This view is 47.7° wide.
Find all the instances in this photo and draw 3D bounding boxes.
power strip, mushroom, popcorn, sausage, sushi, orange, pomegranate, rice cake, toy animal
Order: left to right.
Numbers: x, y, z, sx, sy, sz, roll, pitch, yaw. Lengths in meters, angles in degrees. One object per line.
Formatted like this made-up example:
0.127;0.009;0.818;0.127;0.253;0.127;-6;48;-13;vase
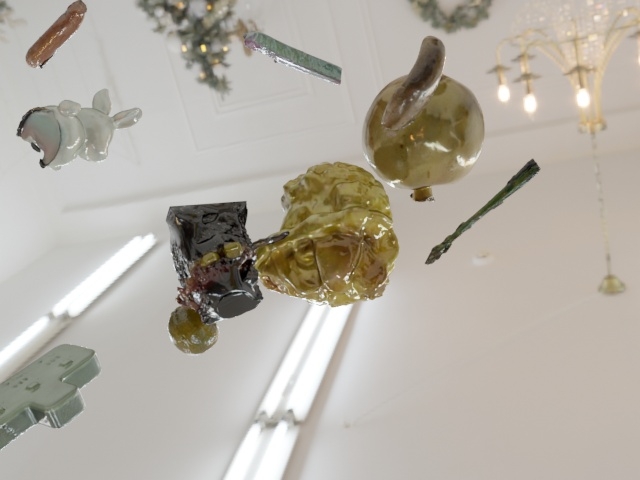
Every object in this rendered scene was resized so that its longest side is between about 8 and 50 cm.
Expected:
-0.505;0.282;1.299;0.194;0.059;0.265;3;-151;37;power strip
-0.480;-0.369;1.313;0.177;0.040;0.047;-30;-153;35;sausage
-0.279;-0.129;0.838;0.071;0.085;0.124;30;-161;20;toy animal
-0.227;0.157;1.282;0.085;0.095;0.085;-32;-152;19;orange
-0.170;0.052;1.196;0.153;0.172;0.150;-7;-134;-37;sushi
-0.062;-0.419;1.670;0.290;0.051;0.081;10;-165;-47;rice cake
0.000;0.000;1.650;0.382;0.349;0.349;-14;-163;-18;popcorn
0.198;-0.317;1.464;0.072;0.210;0.094;29;-179;10;mushroom
0.250;-0.248;1.764;0.319;0.319;0.319;-13;-162;4;pomegranate

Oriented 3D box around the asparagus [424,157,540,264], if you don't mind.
0.248;-0.040;1.128;0.233;0.023;0.022;-43;-129;13;asparagus
